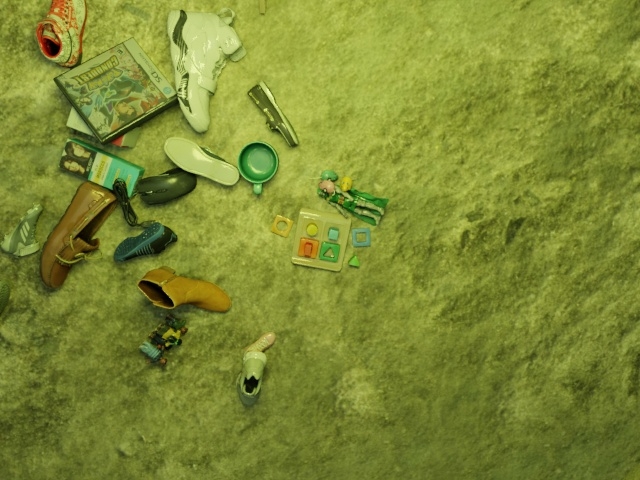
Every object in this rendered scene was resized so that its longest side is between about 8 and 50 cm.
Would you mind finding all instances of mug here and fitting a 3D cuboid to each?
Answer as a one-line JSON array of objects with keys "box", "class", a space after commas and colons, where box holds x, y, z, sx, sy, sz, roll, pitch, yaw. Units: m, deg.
[{"box": [-0.206, -0.244, 1.555, 0.129, 0.097, 0.158, 34, 100, -8], "class": "mug"}]

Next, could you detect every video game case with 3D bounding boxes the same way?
[{"box": [-0.610, -0.456, 1.453, 0.274, 0.035, 0.248, -37, 85, -17], "class": "video game case"}]

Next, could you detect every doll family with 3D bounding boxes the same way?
[{"box": [-0.546, 0.354, 1.689, 0.111, 0.076, 0.193, 43, 103, -13], "class": "doll family"}]

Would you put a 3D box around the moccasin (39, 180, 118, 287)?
[{"box": [-0.791, -0.004, 1.583, 0.146, 0.139, 0.380, 32, 90, 2], "class": "moccasin"}]

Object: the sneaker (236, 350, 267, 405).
[{"box": [-0.250, 0.507, 1.670, 0.099, 0.121, 0.263, 9, 126, -4], "class": "sneaker"}]

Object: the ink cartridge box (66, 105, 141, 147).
[{"box": [-0.677, -0.357, 1.507, 0.175, 0.127, 0.073, 21, 99, -6], "class": "ink cartridge box"}]

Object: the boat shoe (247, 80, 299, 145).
[{"box": [-0.149, -0.395, 1.538, 0.068, 0.081, 0.228, -31, 94, 8], "class": "boat shoe"}]

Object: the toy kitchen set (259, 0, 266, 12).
[{"box": [-0.145, -0.751, 1.484, 0.083, 0.068, 0.075, 2, 130, -2], "class": "toy kitchen set"}]

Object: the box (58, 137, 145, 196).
[{"box": [-0.710, -0.237, 1.565, 0.244, 0.060, 0.101, 23, 100, -6], "class": "box"}]

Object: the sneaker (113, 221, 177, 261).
[{"box": [-0.587, 0.021, 1.613, 0.232, 0.082, 0.090, -25, 140, 21], "class": "sneaker"}]

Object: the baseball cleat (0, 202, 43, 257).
[{"box": [-0.971, -0.029, 1.609, 0.206, 0.072, 0.109, -43, 113, 12], "class": "baseball cleat"}]

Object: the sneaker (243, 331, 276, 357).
[{"box": [-0.217, 0.379, 1.699, 0.134, 0.070, 0.051, -33, 99, 4], "class": "sneaker"}]

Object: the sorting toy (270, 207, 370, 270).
[{"box": [0.000, 0.000, 1.636, 0.347, 0.047, 0.196, 10, 101, -3], "class": "sorting toy"}]

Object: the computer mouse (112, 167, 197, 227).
[{"box": [-0.525, -0.129, 1.565, 0.261, 0.060, 0.184, -13, 116, -16], "class": "computer mouse"}]

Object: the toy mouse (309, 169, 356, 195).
[{"box": [0.032, -0.196, 1.560, 0.142, 0.161, 0.031, 17, 127, 11], "class": "toy mouse"}]

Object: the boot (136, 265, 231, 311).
[{"box": [-0.445, 0.187, 1.582, 0.294, 0.211, 0.104, 28, 101, -7], "class": "boot"}]

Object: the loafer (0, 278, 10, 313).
[{"box": [-1.144, 0.238, 1.638, 0.087, 0.094, 0.251, 25, 100, -10], "class": "loafer"}]

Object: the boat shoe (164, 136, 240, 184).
[{"box": [-0.379, -0.257, 1.558, 0.254, 0.079, 0.095, 21, 96, -8], "class": "boat shoe"}]

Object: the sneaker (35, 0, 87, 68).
[{"box": [-0.774, -0.662, 1.433, 0.090, 0.145, 0.270, 6, 101, -2], "class": "sneaker"}]

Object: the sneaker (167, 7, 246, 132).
[{"box": [-0.334, -0.526, 1.473, 0.210, 0.137, 0.366, -7, 98, 3], "class": "sneaker"}]

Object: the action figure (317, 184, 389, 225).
[{"box": [0.097, -0.127, 1.595, 0.232, 0.064, 0.137, 22, 135, 2], "class": "action figure"}]
